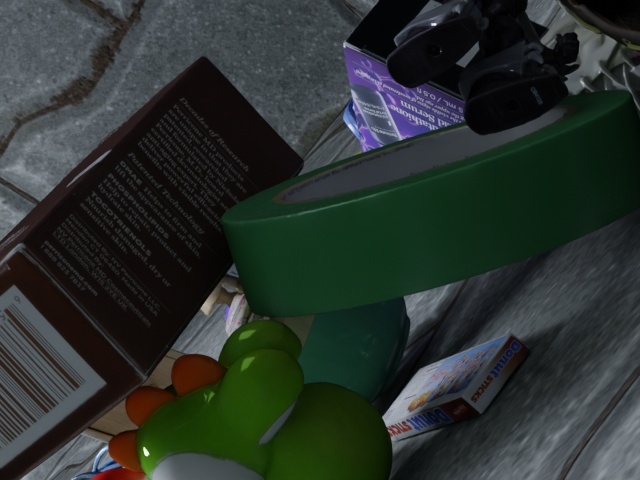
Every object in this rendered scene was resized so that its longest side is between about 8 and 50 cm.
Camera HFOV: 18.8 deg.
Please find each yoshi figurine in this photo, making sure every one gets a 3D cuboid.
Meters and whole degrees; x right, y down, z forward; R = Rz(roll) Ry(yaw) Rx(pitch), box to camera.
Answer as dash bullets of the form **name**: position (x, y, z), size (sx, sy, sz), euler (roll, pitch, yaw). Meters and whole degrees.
- **yoshi figurine**: position (-0.069, 0.223, 1.459), size (0.203, 0.203, 0.362), euler (-6, -43, -45)

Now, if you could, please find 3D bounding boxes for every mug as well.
- **mug**: position (0.021, 0.079, 1.701), size (0.157, 0.097, 0.129), euler (-81, 12, -61)

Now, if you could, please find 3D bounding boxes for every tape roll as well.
- **tape roll**: position (0.088, -0.031, 1.450), size (0.321, 0.077, 0.321), euler (-17, 8, 3)

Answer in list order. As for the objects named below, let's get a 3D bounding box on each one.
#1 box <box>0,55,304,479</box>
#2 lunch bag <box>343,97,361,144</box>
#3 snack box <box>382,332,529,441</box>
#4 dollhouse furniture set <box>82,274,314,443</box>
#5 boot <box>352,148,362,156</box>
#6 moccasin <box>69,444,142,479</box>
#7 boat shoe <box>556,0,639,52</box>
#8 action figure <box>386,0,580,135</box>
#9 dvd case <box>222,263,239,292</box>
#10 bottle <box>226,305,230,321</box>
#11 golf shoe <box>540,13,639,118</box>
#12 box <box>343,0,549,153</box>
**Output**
- **box**: position (-0.170, 0.016, 1.524), size (0.191, 0.143, 0.381), euler (-38, 8, 29)
- **lunch bag**: position (0.114, -0.124, 2.063), size (0.090, 0.176, 0.219), euler (-46, 8, 19)
- **snack box**: position (0.096, 0.112, 1.451), size (0.064, 0.022, 0.178), euler (-49, 6, -22)
- **dollhouse furniture set**: position (-0.151, 0.162, 1.679), size (0.355, 0.174, 0.303), euler (173, 116, -83)
- **boot**: position (0.000, 0.001, 2.406), size (0.295, 0.104, 0.211), euler (-53, 7, -10)
- **moccasin**: position (-0.228, 0.293, 2.114), size (0.138, 0.117, 0.342), euler (-47, 6, 10)
- **boat shoe**: position (0.236, -0.208, 1.487), size (0.116, 0.097, 0.324), euler (-55, 34, 12)
- **action figure**: position (0.133, -0.180, 1.508), size (0.099, 0.185, 0.285), euler (-36, 18, 24)
- **dvd case**: position (-0.014, 0.024, 1.886), size (0.180, 0.022, 0.253), euler (-21, -20, 14)
- **bottle**: position (0.008, 0.027, 2.082), size (0.283, 0.092, 0.118), euler (-36, 16, 48)
- **golf shoe**: position (0.259, -0.154, 1.579), size (0.306, 0.115, 0.140), euler (-48, 10, 14)
- **box**: position (0.120, -0.122, 1.751), size (0.108, 0.153, 0.207), euler (-51, -27, -23)
